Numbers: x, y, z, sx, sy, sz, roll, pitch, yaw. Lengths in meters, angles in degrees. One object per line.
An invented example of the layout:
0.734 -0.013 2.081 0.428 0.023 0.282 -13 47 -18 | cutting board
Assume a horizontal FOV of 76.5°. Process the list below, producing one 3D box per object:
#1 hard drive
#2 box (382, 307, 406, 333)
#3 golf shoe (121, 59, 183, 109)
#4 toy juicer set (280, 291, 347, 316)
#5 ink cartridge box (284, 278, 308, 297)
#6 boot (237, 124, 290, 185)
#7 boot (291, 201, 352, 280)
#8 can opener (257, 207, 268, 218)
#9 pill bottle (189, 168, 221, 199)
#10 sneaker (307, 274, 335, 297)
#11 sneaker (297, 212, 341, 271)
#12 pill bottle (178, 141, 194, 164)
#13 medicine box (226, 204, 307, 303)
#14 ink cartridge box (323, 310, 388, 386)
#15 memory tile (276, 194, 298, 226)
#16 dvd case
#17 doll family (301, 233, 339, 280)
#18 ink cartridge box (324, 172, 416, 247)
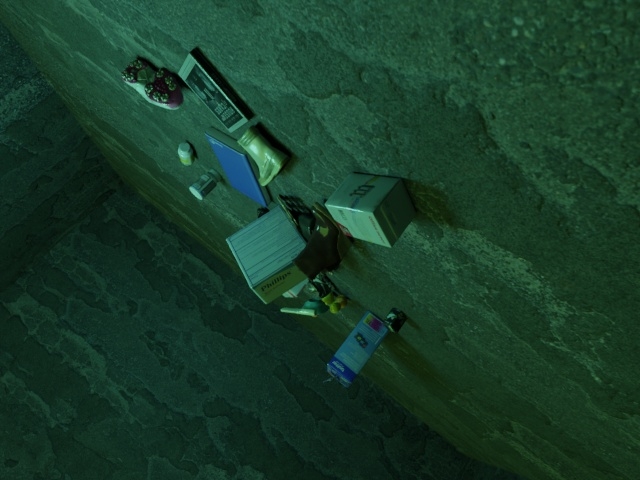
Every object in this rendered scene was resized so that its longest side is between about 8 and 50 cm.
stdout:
-0.312 -0.276 1.576 0.210 0.040 0.319 32 159 23 | hard drive
0.313 0.338 1.710 0.052 0.083 0.062 14 148 52 | box
-0.558 -0.521 1.415 0.306 0.115 0.140 37 172 27 | golf shoe
-0.005 0.343 2.007 0.209 0.328 0.090 8 106 46 | toy juicer set
-0.142 0.218 2.172 0.092 0.159 0.218 41 161 -9 | ink cartridge box
-0.198 -0.272 1.319 0.165 0.077 0.213 43 156 -9 | boot
-0.016 0.010 1.393 0.248 0.206 0.090 52 178 -37 | boot
-0.211 -0.077 1.828 0.186 0.073 0.059 43 122 -17 | can opener
-0.523 -0.259 1.856 0.078 0.137 0.078 35 159 15 | pill bottle
-0.029 0.198 2.001 0.234 0.106 0.078 49 158 -24 | sneaker
0.000 0.000 1.547 0.130 0.109 0.286 32 153 45 | sneaker
-0.603 -0.391 1.823 0.065 0.065 0.116 39 161 1 | pill bottle
-0.187 0.051 1.605 0.289 0.263 0.149 54 174 37 | medicine box
0.167 0.571 2.021 0.151 0.395 0.270 35 160 15 | ink cartridge box
-0.126 -0.112 1.536 0.113 0.012 0.148 56 179 -22 | memory tile
-0.322 -0.445 1.238 0.239 0.030 0.179 48 160 -22 | dvd case
-0.057 0.088 1.786 0.263 0.118 0.163 46 157 -13 | doll family
0.131 -0.082 1.050 0.176 0.127 0.128 18 151 47 | ink cartridge box
